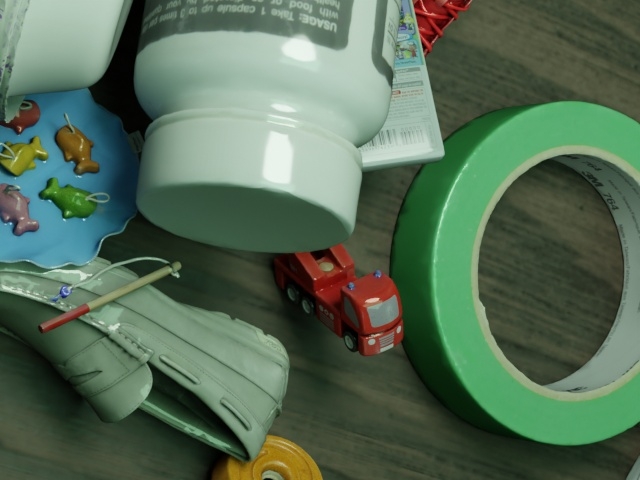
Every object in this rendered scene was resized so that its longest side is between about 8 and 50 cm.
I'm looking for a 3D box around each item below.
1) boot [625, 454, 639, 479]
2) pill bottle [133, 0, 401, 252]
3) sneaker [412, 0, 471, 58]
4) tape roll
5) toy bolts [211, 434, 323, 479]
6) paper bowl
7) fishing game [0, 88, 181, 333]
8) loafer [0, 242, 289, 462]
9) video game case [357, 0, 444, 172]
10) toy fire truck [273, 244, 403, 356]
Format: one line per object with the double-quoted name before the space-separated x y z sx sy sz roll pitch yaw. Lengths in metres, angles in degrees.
"boot" 0.393 0.180 1.853 0.095 0.123 0.258 30 76 -26
"pill bottle" -0.038 -0.186 1.502 0.204 0.204 0.361 17 70 -28
"sneaker" 0.090 -0.208 1.678 0.087 0.128 0.221 29 76 -26
"tape roll" 0.220 0.031 1.783 0.321 0.077 0.321 0 90 -30
"toy bolts" -0.017 0.304 1.648 0.228 0.158 0.218 11 44 -19
"paper bowl" -0.205 -0.224 1.408 0.148 0.284 0.284 19 80 -6
"fishing game" -0.222 -0.063 1.488 0.189 0.041 0.264 -24 74 -35
"loafer" -0.163 0.091 1.543 0.319 0.112 0.111 23 63 -28
"video game case" -0.015 -0.146 1.615 0.212 0.023 0.193 -8 76 -11
"toy fire truck" 0.000 0.000 1.624 0.047 0.192 0.135 -24 130 -26
